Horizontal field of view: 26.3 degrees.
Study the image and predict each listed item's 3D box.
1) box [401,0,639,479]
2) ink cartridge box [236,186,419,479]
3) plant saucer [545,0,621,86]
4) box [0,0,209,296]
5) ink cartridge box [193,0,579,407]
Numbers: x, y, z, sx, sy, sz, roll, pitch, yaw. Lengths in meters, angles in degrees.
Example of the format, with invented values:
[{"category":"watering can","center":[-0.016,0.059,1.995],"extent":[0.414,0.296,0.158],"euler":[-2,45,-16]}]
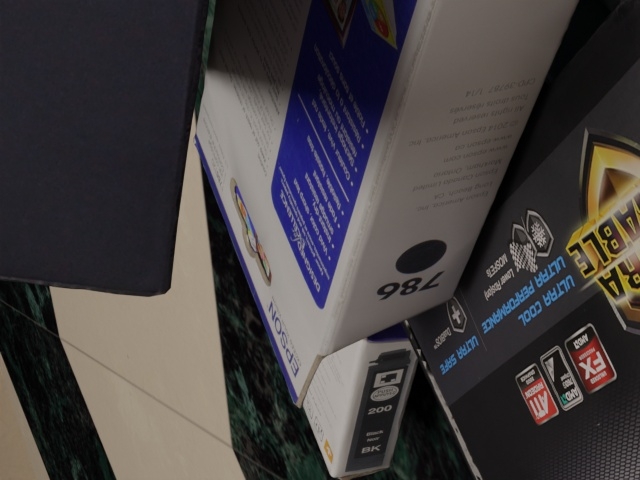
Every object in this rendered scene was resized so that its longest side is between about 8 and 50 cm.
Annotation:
[{"category":"box","center":[0.149,0.088,0.502],"extent":[0.293,0.073,0.295],"euler":[67,159,13]},{"category":"ink cartridge box","center":[0.000,0.000,0.779],"extent":[0.208,0.045,0.206],"euler":[97,155,-55]},{"category":"plant saucer","center":[0.063,-0.136,0.532],"extent":[0.192,0.018,0.067],"euler":[57,152,7]},{"category":"box","center":[-0.112,-0.202,0.474],"extent":[0.312,0.178,0.343],"euler":[-103,21,-70]},{"category":"ink cartridge box","center":[0.016,-0.088,0.522],"extent":[0.333,0.065,0.165],"euler":[108,145,-54]}]
